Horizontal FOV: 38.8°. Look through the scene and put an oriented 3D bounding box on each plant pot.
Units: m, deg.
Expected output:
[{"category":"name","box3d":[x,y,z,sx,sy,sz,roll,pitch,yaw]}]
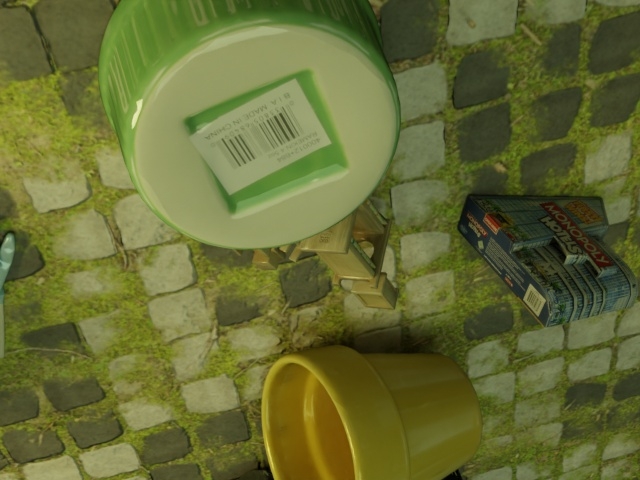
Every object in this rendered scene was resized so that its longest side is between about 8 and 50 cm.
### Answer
[{"category":"plant pot","box3d":[0.080,0.258,1.247,0.239,0.254,0.254,-8,133,-31]}]

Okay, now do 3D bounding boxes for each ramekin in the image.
[{"category":"ramekin","box3d":[-0.066,-0.134,0.918,0.304,0.148,0.303,-8,131,-10]}]

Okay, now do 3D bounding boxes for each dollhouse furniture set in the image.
[{"category":"dollhouse furniture set","box3d":[0.000,0.000,1.119,0.161,0.101,0.182,4,157,25]}]

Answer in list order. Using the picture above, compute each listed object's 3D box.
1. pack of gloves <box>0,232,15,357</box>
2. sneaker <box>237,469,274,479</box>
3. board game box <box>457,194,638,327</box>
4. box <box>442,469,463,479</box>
[{"category":"pack of gloves","box3d":[-0.456,0.063,1.038,0.195,0.046,0.232,5,128,-19]},{"category":"sneaker","box3d":[-0.102,0.420,1.439,0.077,0.072,0.178,12,137,-32]},{"category":"board game box","box3d":[0.310,0.009,1.154,0.194,0.194,0.060,-11,134,-27]},{"category":"box","box3d":[0.195,0.397,1.489,0.062,0.083,0.052,24,119,-31]}]
